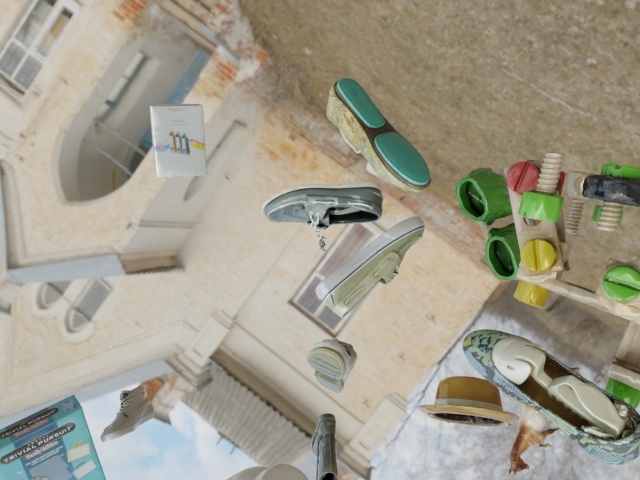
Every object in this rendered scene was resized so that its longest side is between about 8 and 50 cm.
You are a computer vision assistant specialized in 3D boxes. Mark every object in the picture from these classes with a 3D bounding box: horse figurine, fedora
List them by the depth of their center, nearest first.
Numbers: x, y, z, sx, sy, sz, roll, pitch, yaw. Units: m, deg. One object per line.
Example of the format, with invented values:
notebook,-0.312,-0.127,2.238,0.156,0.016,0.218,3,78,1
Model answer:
fedora,0.288,0.313,1.091,0.194,0.079,0.194,8,157,3
horse figurine,0.518,0.408,1.298,0.175,0.263,0.066,8,-170,-31

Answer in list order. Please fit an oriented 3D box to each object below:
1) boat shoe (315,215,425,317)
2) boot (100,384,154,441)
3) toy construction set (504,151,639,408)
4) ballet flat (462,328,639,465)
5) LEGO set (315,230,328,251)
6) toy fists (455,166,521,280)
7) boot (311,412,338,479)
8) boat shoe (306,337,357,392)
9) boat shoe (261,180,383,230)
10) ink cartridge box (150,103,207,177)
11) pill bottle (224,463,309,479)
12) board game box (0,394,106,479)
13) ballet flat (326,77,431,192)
boat shoe,0.130,0.061,1.272,0.094,0.302,0.109,51,170,13
boot,-0.617,0.536,1.750,0.258,0.095,0.123,6,-113,-82
toy construction set,0.306,0.040,0.633,0.258,0.237,0.309,11,-171,4
ballet flat,0.226,0.137,0.546,0.188,0.070,0.070,33,-176,29
LEGO set,-0.001,0.000,1.704,0.023,0.054,0.083,-16,-125,-26
toy fists,0.418,-0.039,1.296,0.142,0.096,0.279,-17,-102,-37
boot,0.016,0.604,1.510,0.076,0.189,0.208,-3,-147,-6
boat shoe,0.036,0.316,1.500,0.113,0.103,0.302,26,155,13
boat shoe,0.006,-0.080,1.444,0.116,0.320,0.099,79,-176,-61
ink cartridge box,-0.359,-0.254,1.406,0.127,0.176,0.128,-4,-164,-16
pill bottle,-0.196,0.721,1.425,0.229,0.408,0.229,27,-139,-26
board game box,-0.764,0.634,1.561,0.254,0.336,0.079,-23,-146,-33
ballet flat,0.124,-0.221,1.275,0.348,0.123,0.123,56,-167,21
